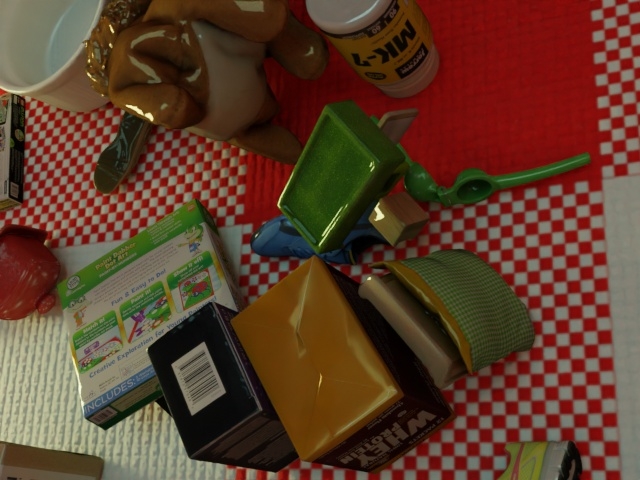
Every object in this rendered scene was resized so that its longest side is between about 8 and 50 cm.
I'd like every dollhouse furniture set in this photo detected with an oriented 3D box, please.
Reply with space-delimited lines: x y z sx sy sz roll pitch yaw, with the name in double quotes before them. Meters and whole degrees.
"dollhouse furniture set" 0.130 -0.009 0.998 0.301 0.197 0.151 49 129 22

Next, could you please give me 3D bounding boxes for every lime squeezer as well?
"lime squeezer" 0.179 -0.088 1.144 0.310 0.059 0.110 14 49 31

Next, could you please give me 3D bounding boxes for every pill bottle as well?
"pill bottle" 0.076 -0.275 1.160 0.119 0.208 0.119 -9 68 24

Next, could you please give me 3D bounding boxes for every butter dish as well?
"butter dish" -0.456 0.068 1.361 0.118 0.160 0.160 34 90 9

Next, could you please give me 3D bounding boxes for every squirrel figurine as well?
"squirrel figurine" -0.155 -0.341 1.241 0.397 0.281 0.370 26 99 43

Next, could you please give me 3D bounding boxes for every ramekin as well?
"ramekin" -0.407 -0.346 1.459 0.277 0.135 0.277 -10 71 29

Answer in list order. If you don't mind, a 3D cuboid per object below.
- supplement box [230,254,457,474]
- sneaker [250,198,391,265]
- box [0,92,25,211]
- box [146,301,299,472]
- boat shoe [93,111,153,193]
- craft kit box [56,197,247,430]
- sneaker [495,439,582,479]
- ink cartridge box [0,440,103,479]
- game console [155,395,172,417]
"supplement box" 0.030 0.152 1.040 0.129 0.194 0.191 -38 60 11
"sneaker" 0.000 0.000 1.184 0.209 0.069 0.082 -16 70 21
"box" -0.567 -0.147 1.539 0.114 0.036 0.207 -15 66 22
"box" -0.090 0.184 1.083 0.108 0.207 0.153 -36 61 13
"boat shoe" -0.307 -0.141 1.408 0.056 0.048 0.153 23 90 19
"craft kit box" -0.233 0.096 1.232 0.250 0.061 0.246 -31 51 6
"sneaker" 0.209 0.307 0.958 0.094 0.081 0.208 4 51 37
"ink cartridge box" -0.402 0.389 1.175 0.088 0.193 0.234 1 74 27
"game console" -0.200 0.174 1.256 0.122 0.071 0.107 34 60 31
